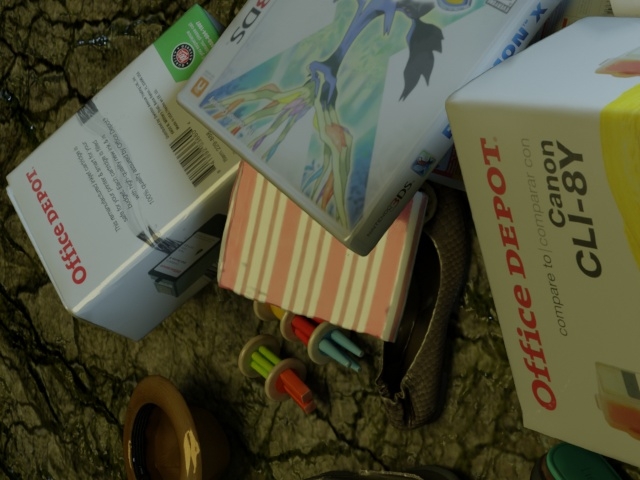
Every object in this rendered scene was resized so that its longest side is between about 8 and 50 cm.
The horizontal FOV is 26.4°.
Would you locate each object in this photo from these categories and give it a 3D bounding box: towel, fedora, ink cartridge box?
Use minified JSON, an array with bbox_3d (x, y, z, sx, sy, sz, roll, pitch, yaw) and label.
[{"bbox_3d":[0.000,0.000,1.273,0.197,0.029,0.144,17,101,23],"label":"towel"},{"bbox_3d":[-0.161,0.242,1.571,0.194,0.079,0.194,6,97,58],"label":"fedora"},{"bbox_3d":[0.286,0.019,0.863,0.384,0.160,0.279,14,126,51],"label":"ink cartridge box"},{"bbox_3d":[-0.163,-0.068,1.429,0.289,0.121,0.211,-39,57,12],"label":"ink cartridge box"}]

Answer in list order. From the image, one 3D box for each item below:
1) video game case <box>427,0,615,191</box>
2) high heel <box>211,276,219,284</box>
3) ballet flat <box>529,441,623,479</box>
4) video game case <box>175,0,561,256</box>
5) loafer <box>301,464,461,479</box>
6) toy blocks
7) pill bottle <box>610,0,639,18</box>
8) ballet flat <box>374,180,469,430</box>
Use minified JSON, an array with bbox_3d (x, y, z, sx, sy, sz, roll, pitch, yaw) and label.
[{"bbox_3d":[0.153,-0.140,1.176,0.285,0.025,0.204,22,100,49],"label":"video game case"},{"bbox_3d":[-0.121,0.001,1.534,0.244,0.082,0.117,-27,41,43],"label":"high heel"},{"bbox_3d":[0.252,0.275,1.052,0.280,0.095,0.096,-124,38,-47],"label":"ballet flat"},{"bbox_3d":[0.035,-0.180,1.217,0.300,0.036,0.329,-53,42,3],"label":"video game case"},{"bbox_3d":[0.044,0.267,1.305,0.251,0.087,0.094,-15,80,51],"label":"loafer"},{"bbox_3d":[-0.016,0.122,1.403,0.148,0.054,0.123,35,118,45],"label":"toy blocks"},{"bbox_3d":[0.308,-0.182,0.927,0.208,0.119,0.119,9,99,51],"label":"pill bottle"},{"bbox_3d":[0.086,0.056,1.267,0.084,0.058,0.250,17,105,49],"label":"ballet flat"}]
